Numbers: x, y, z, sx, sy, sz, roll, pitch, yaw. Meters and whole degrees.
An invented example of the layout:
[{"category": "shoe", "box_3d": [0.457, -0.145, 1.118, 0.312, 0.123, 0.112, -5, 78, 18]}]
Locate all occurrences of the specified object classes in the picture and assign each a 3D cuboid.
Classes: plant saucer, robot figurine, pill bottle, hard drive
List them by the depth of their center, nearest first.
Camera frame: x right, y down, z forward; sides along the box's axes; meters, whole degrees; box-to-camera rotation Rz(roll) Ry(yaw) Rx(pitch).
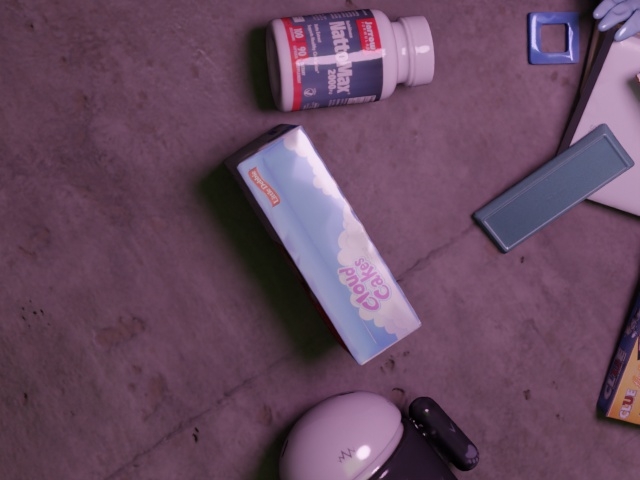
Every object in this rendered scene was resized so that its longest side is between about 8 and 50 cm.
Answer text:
[{"category": "pill bottle", "box_3d": [0.034, -0.210, 1.692, 0.180, 0.108, 0.108, -8, 96, -9]}, {"category": "robot figurine", "box_3d": [0.073, 0.304, 1.715, 0.173, 0.209, 0.278, -31, 103, 37]}, {"category": "plant saucer", "box_3d": [0.278, -0.058, 1.758, 0.192, 0.018, 0.067, -35, 108, 15]}, {"category": "hard drive", "box_3d": [0.454, -0.112, 1.770, 0.307, 0.040, 0.203, 17, 109, -7]}]

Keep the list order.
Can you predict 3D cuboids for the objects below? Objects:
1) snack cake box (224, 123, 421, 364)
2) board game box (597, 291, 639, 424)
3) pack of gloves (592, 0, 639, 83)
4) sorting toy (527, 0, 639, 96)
[{"category": "snack cake box", "box_3d": [0.000, 0.000, 1.682, 0.089, 0.152, 0.264, -33, 100, -6]}, {"category": "board game box", "box_3d": [0.457, 0.118, 1.800, 0.165, 0.042, 0.243, 15, 106, -11]}, {"category": "pack of gloves", "box_3d": [0.439, -0.261, 1.715, 0.232, 0.046, 0.195, -31, 77, -27]}, {"category": "sorting toy", "box_3d": [0.423, -0.246, 1.785, 0.347, 0.047, 0.196, 12, 93, -11]}]
